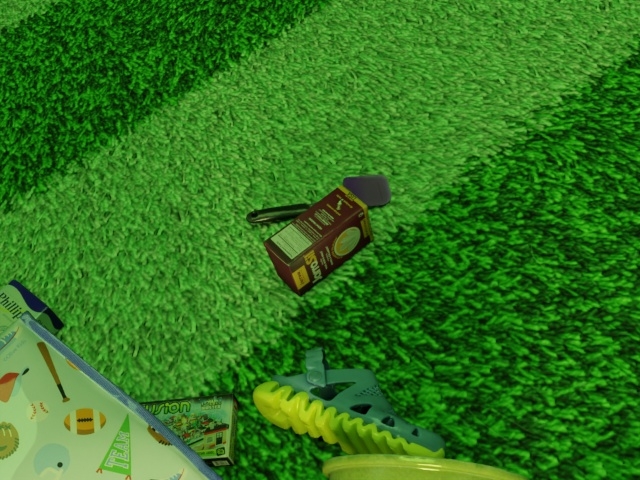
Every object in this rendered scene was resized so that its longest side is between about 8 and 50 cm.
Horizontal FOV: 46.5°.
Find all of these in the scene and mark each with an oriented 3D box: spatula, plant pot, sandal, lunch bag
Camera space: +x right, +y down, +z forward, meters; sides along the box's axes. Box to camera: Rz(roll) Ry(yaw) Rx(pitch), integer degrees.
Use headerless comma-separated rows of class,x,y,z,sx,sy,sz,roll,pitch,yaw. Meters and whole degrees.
spatula,-0.005,-0.075,1.491,0.296,0.030,0.084,-15,52,2
plant pot,0.126,0.424,0.932,0.275,0.276,0.254,0,64,14
sandal,0.052,0.255,1.156,0.317,0.126,0.138,20,55,26
lunch bag,-0.376,0.358,1.052,0.385,0.239,0.328,34,64,8

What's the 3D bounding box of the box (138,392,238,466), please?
box,-0.242,0.320,1.230,0.206,0.036,0.114,-8,50,8

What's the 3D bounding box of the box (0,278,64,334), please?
box,-0.589,0.163,1.422,0.126,0.072,0.137,29,63,31

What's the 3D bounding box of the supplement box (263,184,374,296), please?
supplement box,0.000,0.000,1.381,0.188,0.104,0.081,-37,53,-15
